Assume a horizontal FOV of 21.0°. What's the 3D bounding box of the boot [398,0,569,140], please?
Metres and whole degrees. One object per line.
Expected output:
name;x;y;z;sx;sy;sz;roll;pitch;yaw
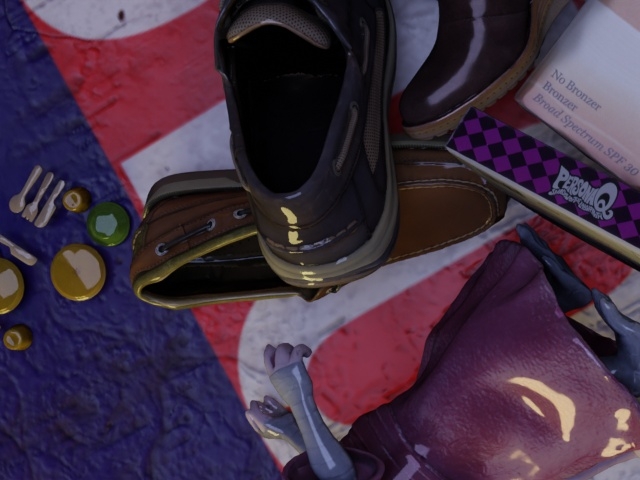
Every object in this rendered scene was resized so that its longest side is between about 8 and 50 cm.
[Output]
boot;0.092;-0.220;1.247;0.207;0.090;0.248;44;82;-22

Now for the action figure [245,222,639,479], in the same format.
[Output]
action figure;0.075;0.168;1.277;0.370;0.248;0.276;-45;84;3

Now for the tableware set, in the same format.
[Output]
tableware set;-0.230;0.022;1.445;0.104;0.024;0.154;31;97;6

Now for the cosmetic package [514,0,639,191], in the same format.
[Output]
cosmetic package;0.293;-0.175;1.267;0.153;0.129;0.296;37;98;10

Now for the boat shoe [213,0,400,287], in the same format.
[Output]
boat shoe;-0.011;-0.140;1.274;0.132;0.130;0.355;-15;57;7

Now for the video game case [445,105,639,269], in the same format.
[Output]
video game case;0.227;-0.002;1.204;0.232;0.210;0.042;32;92;39

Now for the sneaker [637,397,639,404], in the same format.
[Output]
sneaker;0.345;0.127;1.280;0.226;0.086;0.163;-20;77;22

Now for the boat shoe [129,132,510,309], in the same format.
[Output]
boat shoe;0.000;0.000;1.333;0.307;0.104;0.111;-11;131;21
